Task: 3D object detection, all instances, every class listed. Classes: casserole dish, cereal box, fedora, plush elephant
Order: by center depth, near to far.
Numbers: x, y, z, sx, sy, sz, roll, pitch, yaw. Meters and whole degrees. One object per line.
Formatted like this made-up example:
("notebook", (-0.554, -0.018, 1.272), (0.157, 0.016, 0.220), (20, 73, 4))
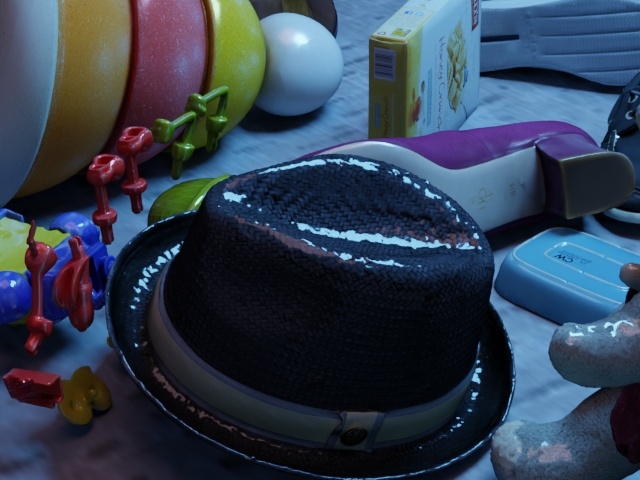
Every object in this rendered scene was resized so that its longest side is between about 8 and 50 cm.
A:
("plush elephant", (0.253, 0.069, 0.855), (0.330, 0.255, 0.272), (-37, 38, 1))
("fedora", (0.010, 0.029, 1.056), (0.334, 0.152, 0.334), (12, 38, -10))
("casserole dish", (0.244, 0.036, 1.232), (0.188, 0.037, 0.114), (25, 38, 39))
("cereal box", (0.115, -0.178, 1.472), (0.047, 0.173, 0.240), (12, 33, 22))

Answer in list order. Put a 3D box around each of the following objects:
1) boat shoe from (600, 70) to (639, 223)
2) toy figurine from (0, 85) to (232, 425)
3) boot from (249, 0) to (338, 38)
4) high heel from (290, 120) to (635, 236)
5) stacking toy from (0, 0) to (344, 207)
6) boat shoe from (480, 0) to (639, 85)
("boat shoe", (0.366, -0.132, 1.439), (0.127, 0.113, 0.340), (14, 33, 25))
("toy figurine", (-0.237, -0.009, 1.190), (0.217, 0.191, 0.362), (6, 29, 21))
("boot", (-0.052, -0.355, 1.675), (0.096, 0.280, 0.264), (15, 34, 25))
("high heel", (0.098, -0.048, 1.320), (0.377, 0.127, 0.181), (-2, 11, -14))
("stacking toy", (-0.184, -0.203, 1.474), (0.480, 0.350, 0.351), (-1, 25, -36))
("boat shoe", (0.300, -0.266, 1.658), (0.335, 0.121, 0.119), (7, 33, 23))
